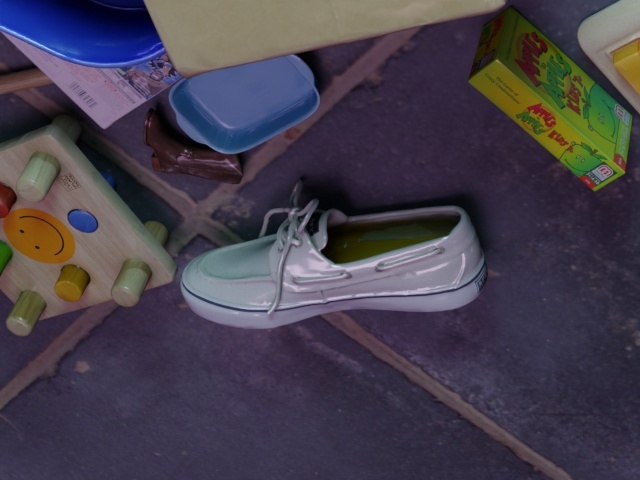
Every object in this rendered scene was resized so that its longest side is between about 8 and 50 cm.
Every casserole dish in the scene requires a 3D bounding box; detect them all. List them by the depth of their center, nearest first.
[{"bbox_3d":[-0.080,-0.164,1.491,0.188,0.037,0.114,-25,121,36],"label":"casserole dish"}]

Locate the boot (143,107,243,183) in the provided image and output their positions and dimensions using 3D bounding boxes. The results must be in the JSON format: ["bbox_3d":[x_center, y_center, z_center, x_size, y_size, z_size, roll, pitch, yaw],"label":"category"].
[{"bbox_3d":[-0.143,-0.107,1.568,0.114,0.037,0.106,11,149,13],"label":"boot"}]

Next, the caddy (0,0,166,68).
[{"bbox_3d":[-0.248,-0.307,1.264,0.341,0.179,0.241,24,118,-5],"label":"caddy"}]

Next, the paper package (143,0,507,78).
[{"bbox_3d":[-0.017,-0.320,1.048,0.309,0.168,0.325,-9,124,22],"label":"paper package"}]

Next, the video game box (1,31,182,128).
[{"bbox_3d":[-0.242,-0.237,1.467,0.187,0.048,0.205,-24,121,38],"label":"video game box"}]

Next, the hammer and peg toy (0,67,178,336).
[{"bbox_3d":[-0.364,-0.051,1.637,0.266,0.127,0.361,-15,127,31],"label":"hammer and peg toy"}]

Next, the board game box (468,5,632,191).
[{"bbox_3d":[0.233,-0.141,1.361,0.181,0.092,0.043,38,134,-19],"label":"board game box"}]

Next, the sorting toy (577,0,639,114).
[{"bbox_3d":[0.382,-0.169,1.320,0.193,0.038,0.208,-26,120,37],"label":"sorting toy"}]

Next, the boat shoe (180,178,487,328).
[{"bbox_3d":[0.000,0.006,1.562,0.367,0.136,0.156,-2,133,17],"label":"boat shoe"}]
